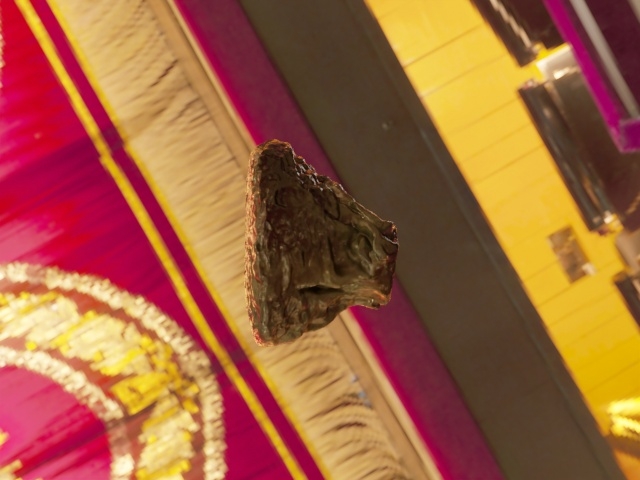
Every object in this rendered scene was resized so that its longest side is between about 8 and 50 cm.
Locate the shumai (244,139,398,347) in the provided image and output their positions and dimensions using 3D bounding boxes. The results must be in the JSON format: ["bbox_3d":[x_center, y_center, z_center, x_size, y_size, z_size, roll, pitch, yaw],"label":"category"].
[{"bbox_3d":[0.000,0.000,0.611,0.099,0.087,0.123,107,162,-71],"label":"shumai"}]
